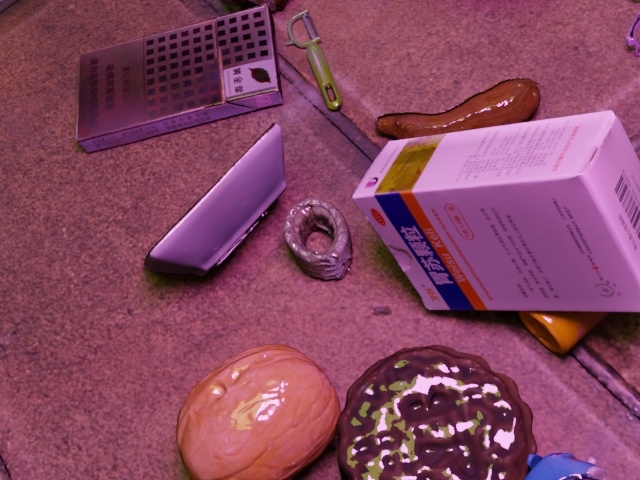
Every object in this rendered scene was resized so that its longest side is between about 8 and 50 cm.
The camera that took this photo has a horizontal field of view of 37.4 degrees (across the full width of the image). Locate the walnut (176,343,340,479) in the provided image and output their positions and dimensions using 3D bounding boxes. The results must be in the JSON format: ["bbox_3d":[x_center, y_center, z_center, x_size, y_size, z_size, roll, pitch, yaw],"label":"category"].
[{"bbox_3d":[-0.076,0.210,1.099,0.197,0.165,0.165,-30,57,-4],"label":"walnut"}]

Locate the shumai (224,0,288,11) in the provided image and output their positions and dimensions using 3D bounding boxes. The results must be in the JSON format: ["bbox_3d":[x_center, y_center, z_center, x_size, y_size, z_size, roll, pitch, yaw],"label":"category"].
[{"bbox_3d":[-0.095,-0.404,1.502,0.124,0.099,0.087,-36,63,-26],"label":"shumai"}]

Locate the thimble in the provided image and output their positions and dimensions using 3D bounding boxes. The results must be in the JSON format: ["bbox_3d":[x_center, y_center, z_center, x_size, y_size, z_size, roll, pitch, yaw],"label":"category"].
[{"bbox_3d":[0.000,0.000,1.256,0.084,0.062,0.110,-33,57,-6],"label":"thimble"}]

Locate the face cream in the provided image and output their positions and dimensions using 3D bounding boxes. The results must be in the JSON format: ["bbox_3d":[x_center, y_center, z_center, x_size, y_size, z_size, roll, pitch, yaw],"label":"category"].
[{"bbox_3d":[0.358,0.019,1.131,0.273,0.078,0.078,-41,58,-9],"label":"face cream"}]

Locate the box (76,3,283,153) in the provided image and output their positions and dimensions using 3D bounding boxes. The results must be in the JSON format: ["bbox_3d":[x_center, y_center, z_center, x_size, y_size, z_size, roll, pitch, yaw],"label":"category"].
[{"bbox_3d":[-0.223,-0.254,1.480,0.324,0.047,0.180,-13,58,9],"label":"box"}]

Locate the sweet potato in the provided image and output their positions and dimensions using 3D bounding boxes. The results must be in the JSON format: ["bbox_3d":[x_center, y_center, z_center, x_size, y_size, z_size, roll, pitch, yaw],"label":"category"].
[{"bbox_3d":[0.191,-0.165,1.302,0.233,0.062,0.081,-13,42,12],"label":"sweet potato"}]

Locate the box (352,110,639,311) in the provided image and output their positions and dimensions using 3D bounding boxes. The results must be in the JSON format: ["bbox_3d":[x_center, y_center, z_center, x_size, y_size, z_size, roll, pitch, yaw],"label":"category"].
[{"bbox_3d":[0.212,-0.022,1.056,0.299,0.200,0.106,-4,43,43],"label":"box"}]

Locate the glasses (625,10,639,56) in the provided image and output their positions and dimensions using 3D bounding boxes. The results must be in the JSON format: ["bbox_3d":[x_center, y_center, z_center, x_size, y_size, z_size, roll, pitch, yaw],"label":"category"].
[{"bbox_3d":[0.480,-0.321,1.327,0.140,0.062,0.104,-20,35,4],"label":"glasses"}]

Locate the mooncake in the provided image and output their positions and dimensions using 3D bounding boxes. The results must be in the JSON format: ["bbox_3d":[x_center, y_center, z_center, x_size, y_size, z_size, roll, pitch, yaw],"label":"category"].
[{"bbox_3d":[0.125,0.230,1.049,0.228,0.124,0.228,-6,59,11],"label":"mooncake"}]

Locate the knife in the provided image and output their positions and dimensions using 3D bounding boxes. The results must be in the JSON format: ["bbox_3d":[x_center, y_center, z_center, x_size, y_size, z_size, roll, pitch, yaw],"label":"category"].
[{"bbox_3d":[-0.013,-0.274,1.448,0.054,0.015,0.212,-23,57,3],"label":"knife"}]

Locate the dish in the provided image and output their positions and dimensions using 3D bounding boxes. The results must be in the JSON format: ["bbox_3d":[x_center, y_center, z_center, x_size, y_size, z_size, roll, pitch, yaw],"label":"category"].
[{"bbox_3d":[-0.127,-0.035,1.278,0.080,0.182,0.243,44,77,-5],"label":"dish"}]

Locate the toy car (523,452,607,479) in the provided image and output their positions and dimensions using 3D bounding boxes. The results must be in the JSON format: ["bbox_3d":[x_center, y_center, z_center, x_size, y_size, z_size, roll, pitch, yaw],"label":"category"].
[{"bbox_3d":[0.208,0.361,0.916,0.166,0.198,0.314,13,65,40],"label":"toy car"}]
